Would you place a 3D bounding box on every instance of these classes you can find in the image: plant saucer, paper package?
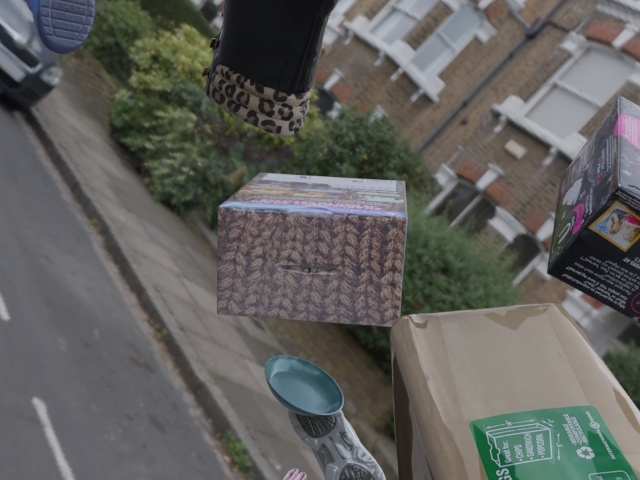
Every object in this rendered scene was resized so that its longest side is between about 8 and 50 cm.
[{"bbox_3d":[-0.026,0.203,1.037,0.119,0.021,0.119,25,21,-10],"label":"plant saucer"},{"bbox_3d":[0.168,0.256,0.606,0.325,0.168,0.310,-102,-177,-59],"label":"paper package"}]

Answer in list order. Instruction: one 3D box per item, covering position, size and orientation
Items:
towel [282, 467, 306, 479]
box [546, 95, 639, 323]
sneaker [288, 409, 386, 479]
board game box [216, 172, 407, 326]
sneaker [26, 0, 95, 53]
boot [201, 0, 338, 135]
[{"bbox_3d":[-0.044,0.392,0.906,0.144,0.029,0.197,-26,111,-63],"label":"towel"},{"bbox_3d":[0.381,-0.033,0.902,0.163,0.142,0.247,29,38,1],"label":"box"},{"bbox_3d":[0.038,0.323,1.121,0.232,0.090,0.115,64,1,16],"label":"sneaker"},{"bbox_3d":[0.000,0.000,1.062,0.231,0.141,0.291,4,13,5],"label":"board game box"},{"bbox_3d":[-0.238,-0.224,0.669,0.053,0.059,0.144,7,67,-49],"label":"sneaker"},{"bbox_3d":[-0.093,-0.334,0.988,0.138,0.284,0.377,-10,39,-38],"label":"boot"}]
